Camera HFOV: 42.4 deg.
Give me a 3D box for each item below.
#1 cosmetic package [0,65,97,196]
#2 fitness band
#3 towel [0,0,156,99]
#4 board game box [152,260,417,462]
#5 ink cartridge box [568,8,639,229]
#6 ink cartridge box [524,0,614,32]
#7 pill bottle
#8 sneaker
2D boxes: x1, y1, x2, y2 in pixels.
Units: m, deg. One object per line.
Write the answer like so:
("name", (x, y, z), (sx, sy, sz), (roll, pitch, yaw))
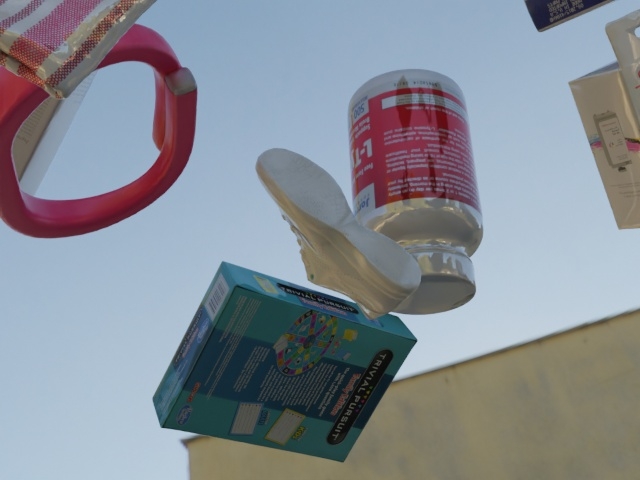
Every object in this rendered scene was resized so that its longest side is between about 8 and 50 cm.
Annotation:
("cosmetic package", (-0.351, -0.162, 1.002), (0.085, 0.117, 0.231), (30, -86, -6))
("fitness band", (-0.225, -0.094, 0.806), (0.209, 0.054, 0.291), (-24, -20, -22))
("towel", (-0.175, -0.179, 0.443), (0.197, 0.144, 0.029), (33, -19, -1))
("board game box", (-0.053, 0.199, 1.282), (0.336, 0.079, 0.253), (20, -72, -31))
("ink cartridge box", (0.318, -0.123, 0.801), (0.115, 0.067, 0.198), (-27, -79, -28))
("ink cartridge box", (0.478, -0.387, 1.035), (0.330, 0.071, 0.324), (-29, 8, -24))
("pill bottle", (0.169, -0.085, 1.480), (0.229, 0.407, 0.229), (-2, -28, -1))
("sneaker", (0.000, 0.000, 0.860), (0.212, 0.080, 0.094), (45, -48, 6))
